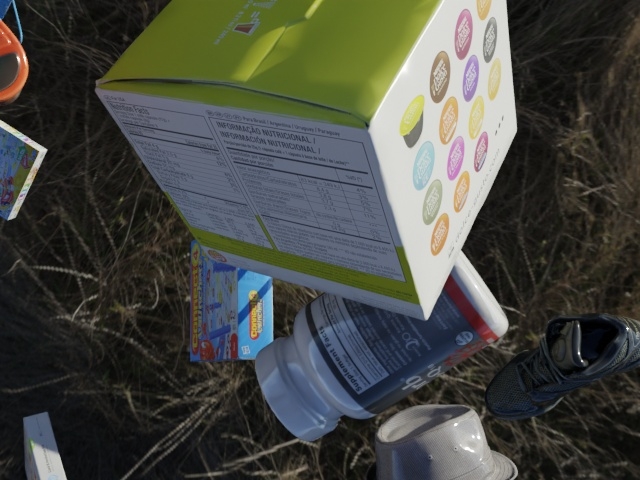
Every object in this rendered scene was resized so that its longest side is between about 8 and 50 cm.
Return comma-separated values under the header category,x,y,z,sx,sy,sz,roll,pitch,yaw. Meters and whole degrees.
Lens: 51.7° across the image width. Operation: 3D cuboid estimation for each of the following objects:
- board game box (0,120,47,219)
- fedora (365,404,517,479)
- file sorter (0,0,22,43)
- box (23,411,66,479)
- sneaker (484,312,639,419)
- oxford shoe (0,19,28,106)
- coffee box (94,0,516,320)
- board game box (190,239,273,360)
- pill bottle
category,x,y,z,sx,sy,sz,roll,pitch,yaw
board game box,-0.587,-0.129,1.226,0.103,0.026,0.154,32,106,0
fedora,0.208,0.376,1.205,0.276,0.244,0.124,-11,94,-7
file sorter,-0.682,-0.416,1.278,0.170,0.118,0.104,-14,90,-38
box,-0.394,0.368,0.962,0.038,0.186,0.145,-8,134,-31
sneaker,0.286,0.155,0.828,0.227,0.087,0.130,-33,143,31
oxford shoe,-0.384,-0.238,0.611,0.097,0.098,0.271,-38,105,-20
coffee box,0.015,-0.160,0.811,0.337,0.338,0.334,-60,148,-27
board game box,-0.214,0.127,1.544,0.086,0.302,0.308,5,77,-30
pill bottle,0.089,0.149,1.044,0.363,0.210,0.210,-35,105,12
